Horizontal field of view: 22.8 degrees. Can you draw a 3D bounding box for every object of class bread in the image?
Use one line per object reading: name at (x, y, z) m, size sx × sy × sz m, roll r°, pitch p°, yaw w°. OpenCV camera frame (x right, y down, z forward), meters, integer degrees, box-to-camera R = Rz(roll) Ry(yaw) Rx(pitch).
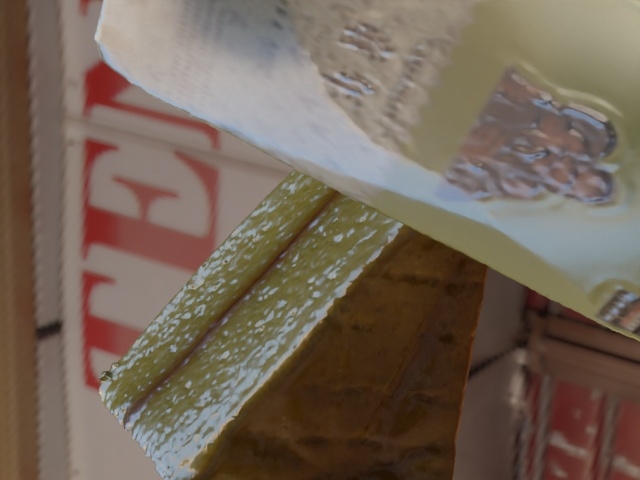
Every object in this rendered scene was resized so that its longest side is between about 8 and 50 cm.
bread at (0.000, 0.000, 1.242) m, size 0.245 × 0.233 × 0.361 m, roll 9°, pitch -81°, yaw -25°

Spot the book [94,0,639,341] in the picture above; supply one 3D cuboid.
book at (0.057, -0.083, 0.772) m, size 0.035 × 0.352 × 0.239 m, roll -62°, pitch -1°, yaw -32°
